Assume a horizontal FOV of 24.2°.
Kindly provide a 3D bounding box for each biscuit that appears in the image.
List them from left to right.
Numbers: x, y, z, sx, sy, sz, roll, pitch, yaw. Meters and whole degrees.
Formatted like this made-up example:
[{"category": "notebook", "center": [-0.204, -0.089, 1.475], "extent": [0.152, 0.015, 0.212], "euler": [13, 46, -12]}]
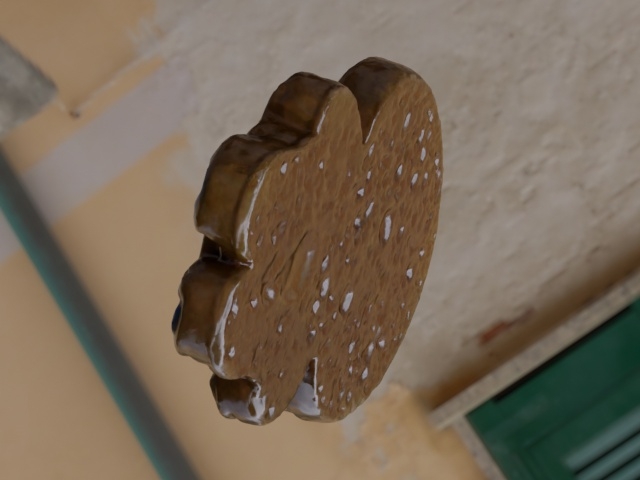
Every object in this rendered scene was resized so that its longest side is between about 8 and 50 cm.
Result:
[{"category": "biscuit", "center": [0.000, 0.000, 0.478], "extent": [0.175, 0.026, 0.124], "euler": [1, 103, -68]}]
